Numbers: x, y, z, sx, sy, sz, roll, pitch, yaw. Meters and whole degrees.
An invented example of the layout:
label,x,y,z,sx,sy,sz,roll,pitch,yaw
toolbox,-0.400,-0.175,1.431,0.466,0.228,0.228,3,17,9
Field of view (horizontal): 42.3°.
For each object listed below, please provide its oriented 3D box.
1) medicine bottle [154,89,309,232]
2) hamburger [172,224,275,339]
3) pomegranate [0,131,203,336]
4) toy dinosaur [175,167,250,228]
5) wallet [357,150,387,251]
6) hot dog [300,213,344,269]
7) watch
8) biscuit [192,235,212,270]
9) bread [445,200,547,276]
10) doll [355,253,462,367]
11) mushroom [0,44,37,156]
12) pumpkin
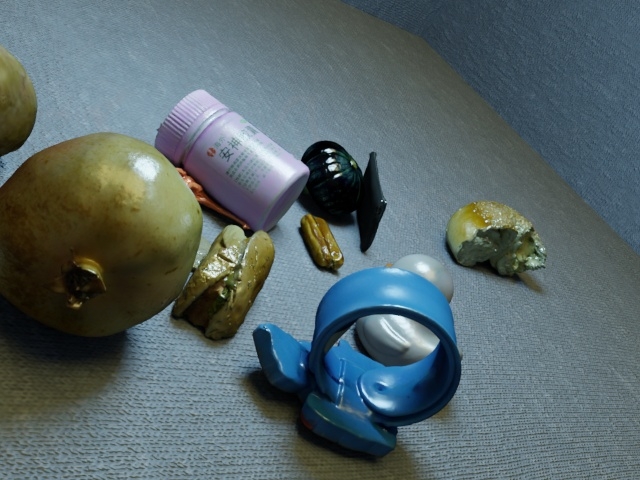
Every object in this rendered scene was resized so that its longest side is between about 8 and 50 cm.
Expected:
label,x,y,z,sx,sy,sz,roll,pitch,yaw
medicine bottle,-0.184,-0.165,1.728,0.291,0.178,0.178,39,26,8
hamburger,-0.148,0.055,1.448,0.124,0.131,0.262,35,30,-8
pomegranate,-0.320,-0.003,1.169,0.319,0.319,0.319,27,26,-15
toy dinosaur,-0.263,-0.100,1.664,0.280,0.055,0.101,40,15,13
wallet,0.119,-0.098,2.010,0.030,0.146,0.285,15,29,-9
hot dog,0.000,0.000,1.812,0.071,0.045,0.165,14,32,-32
watch,0.064,0.164,1.340,0.305,0.274,0.241,33,26,-15
biscuit,-0.240,0.016,1.536,0.120,0.015,0.120,27,26,-14
bread,0.476,-0.020,2.264,0.314,0.171,0.192,18,34,-31
doll,0.189,0.143,1.599,0.221,0.221,0.251,9,35,-41
mushroom,-0.622,-0.218,1.258,0.398,0.224,0.313,18,28,-32
pumpkin,0.030,-0.148,1.983,0.194,0.150,0.194,29,23,-13
